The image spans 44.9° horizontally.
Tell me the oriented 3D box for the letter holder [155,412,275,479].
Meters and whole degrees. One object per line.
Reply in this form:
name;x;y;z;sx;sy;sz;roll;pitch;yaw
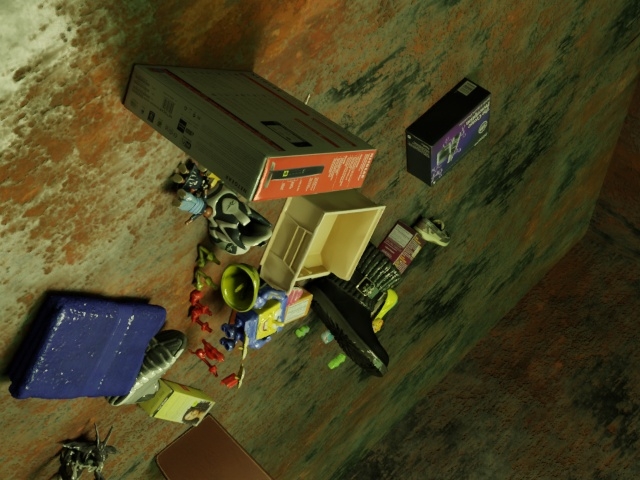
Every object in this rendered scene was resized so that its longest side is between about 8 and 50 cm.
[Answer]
letter holder;-0.290;0.675;2.142;0.214;0.302;0.152;-35;148;-29

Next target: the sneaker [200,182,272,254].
sneaker;-0.167;-0.011;1.692;0.094;0.153;0.235;-39;149;-21

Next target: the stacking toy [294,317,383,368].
stacking toy;0.054;0.263;2.328;0.221;0.167;0.052;-37;148;-26

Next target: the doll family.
doll family;-0.230;-0.122;1.563;0.193;0.076;0.111;-50;157;6

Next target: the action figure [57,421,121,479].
action figure;-0.554;0.564;1.795;0.164;0.141;0.275;22;105;-50

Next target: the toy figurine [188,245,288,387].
toy figurine;-0.166;0.150;1.842;0.217;0.191;0.362;-26;137;-42

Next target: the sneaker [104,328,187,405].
sneaker;-0.391;0.301;1.810;0.229;0.086;0.132;-40;156;-2

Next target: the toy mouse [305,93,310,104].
toy mouse;-0.077;-0.229;1.704;0.143;0.031;0.161;-27;143;-39

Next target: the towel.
towel;-0.476;0.217;1.590;0.308;0.076;0.227;16;102;-60

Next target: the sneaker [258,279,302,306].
sneaker;-0.124;0.133;2.001;0.170;0.075;0.063;-8;132;-38

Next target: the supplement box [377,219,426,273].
supplement box;0.235;0.043;2.437;0.188;0.081;0.104;-53;152;2

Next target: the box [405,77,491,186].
box;0.366;-0.307;2.212;0.261;0.103;0.184;-42;153;-19

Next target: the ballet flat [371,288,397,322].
ballet flat;0.168;0.248;2.600;0.231;0.077;0.077;-49;131;-12

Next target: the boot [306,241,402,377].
boot;0.146;0.192;2.237;0.260;0.348;0.131;-39;-176;-19

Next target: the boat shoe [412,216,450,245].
boat shoe;0.384;-0.034;2.574;0.224;0.080;0.073;10;119;-55

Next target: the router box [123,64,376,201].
router box;-0.119;-0.196;1.355;0.301;0.335;0.082;-11;131;-51

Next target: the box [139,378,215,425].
box;-0.365;0.418;1.993;0.087;0.058;0.232;-52;152;-1

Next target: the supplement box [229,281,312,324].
supplement box;-0.128;0.184;2.059;0.233;0.078;0.080;-17;133;-49

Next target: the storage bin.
storage bin;0.000;0.000;1.990;0.262;0.123;0.260;-10;131;-52
